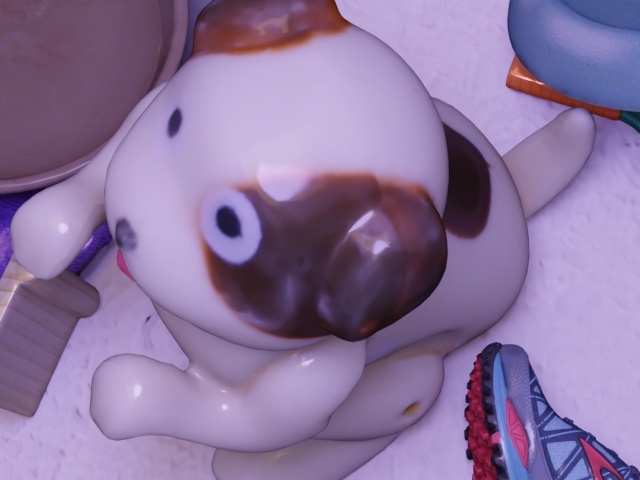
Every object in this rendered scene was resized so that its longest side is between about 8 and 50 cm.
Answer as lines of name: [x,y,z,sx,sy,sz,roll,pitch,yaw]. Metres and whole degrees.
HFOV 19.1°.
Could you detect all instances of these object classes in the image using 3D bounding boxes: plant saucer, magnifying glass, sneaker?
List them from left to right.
plant saucer: [-0.235,-0.155,1.446,0.278,0.041,0.277,-2,67,5]
sneaker: [0.186,0.190,1.353,0.125,0.104,0.261,-17,78,-12]
magnifying glass: [0.253,-0.096,1.431,0.231,0.026,0.092,18,81,15]
plant saucer: [0.282,-0.206,1.348,0.318,0.043,0.317,-15,37,11]

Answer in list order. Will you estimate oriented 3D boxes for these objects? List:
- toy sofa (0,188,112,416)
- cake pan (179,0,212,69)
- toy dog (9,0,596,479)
toy sofa: [-0.352,-0.017,1.457,0.363,0.150,0.177,24,83,15]
cake pan: [-0.171,-0.192,1.515,0.293,0.054,0.293,-2,76,10]
toy dog: [0.000,0.000,1.254,0.395,0.408,0.284,-15,75,7]
